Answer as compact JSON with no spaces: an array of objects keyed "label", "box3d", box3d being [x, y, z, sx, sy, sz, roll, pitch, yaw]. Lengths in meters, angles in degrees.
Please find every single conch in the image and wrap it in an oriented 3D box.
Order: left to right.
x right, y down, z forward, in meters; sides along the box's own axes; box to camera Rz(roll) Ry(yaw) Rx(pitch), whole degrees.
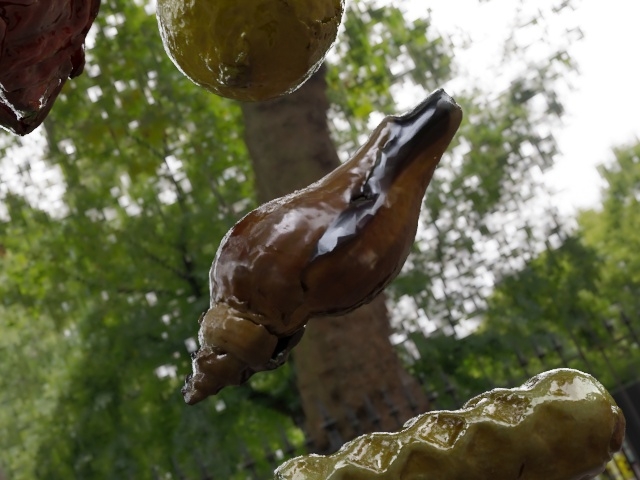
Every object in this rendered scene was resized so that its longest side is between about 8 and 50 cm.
[{"label":"conch","box3d":[-0.001,0.002,0.717,0.232,0.086,0.080,-40,-17,4]}]

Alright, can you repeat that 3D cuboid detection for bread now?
[{"label":"bread","box3d":[0.095,0.165,0.892,0.269,0.098,0.087,-17,18,-10]}]

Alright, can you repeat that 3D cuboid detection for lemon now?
[{"label":"lemon","box3d":[-0.091,-0.309,1.590,0.253,0.310,0.253,8,-44,7]}]

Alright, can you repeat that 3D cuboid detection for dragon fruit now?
[{"label":"dragon fruit","box3d":[-0.293,-0.216,1.009,0.240,0.302,0.330,-14,17,-5]}]
